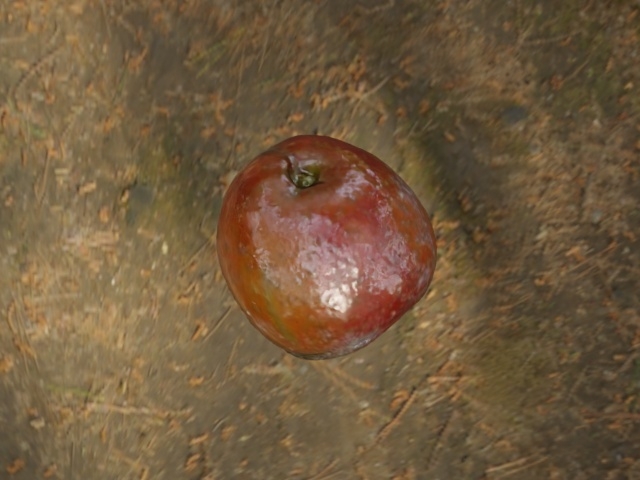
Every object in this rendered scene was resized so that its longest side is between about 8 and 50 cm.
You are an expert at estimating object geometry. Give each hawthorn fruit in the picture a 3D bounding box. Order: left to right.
[{"bbox_3d":[0.000,0.000,0.912,0.172,0.173,0.173,3,75,-11],"label":"hawthorn fruit"}]
